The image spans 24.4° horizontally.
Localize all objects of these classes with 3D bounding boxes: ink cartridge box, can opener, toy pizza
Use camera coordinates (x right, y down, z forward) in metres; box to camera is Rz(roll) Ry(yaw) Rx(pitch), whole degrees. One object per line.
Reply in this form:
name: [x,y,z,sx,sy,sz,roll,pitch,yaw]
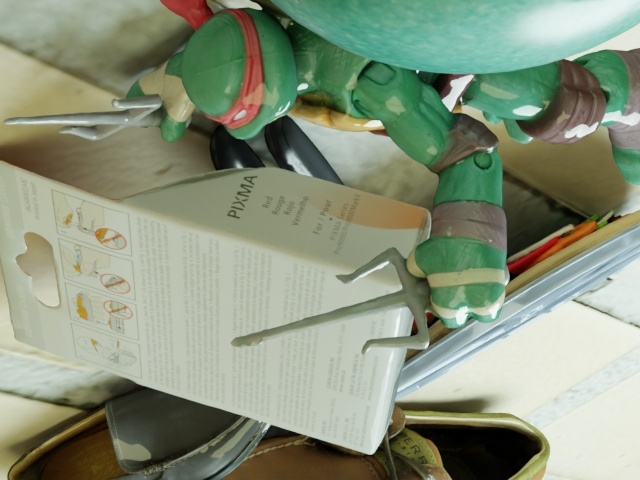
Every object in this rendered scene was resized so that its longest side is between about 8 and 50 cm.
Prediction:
ink cartridge box: [-0.049,0.019,0.639,0.179,0.045,0.145,19,145,9]
can opener: [0.000,0.000,0.684,0.059,0.073,0.186,-16,143,5]
toy pizza: [0.101,0.029,0.789,0.201,0.032,0.201,-30,170,-6]

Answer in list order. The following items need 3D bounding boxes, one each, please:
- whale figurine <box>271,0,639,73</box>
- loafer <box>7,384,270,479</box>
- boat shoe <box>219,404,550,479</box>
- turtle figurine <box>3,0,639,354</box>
whale figurine: [0.030,-0.145,0.363,0.216,0.141,0.272,-26,147,7]
loafer: [-0.094,0.107,0.800,0.170,0.062,0.061,-35,145,20]
boat shoe: [0.030,0.148,0.924,0.307,0.110,0.104,-1,143,-52]
turtle figurine: [0.021,-0.048,0.529,0.234,0.175,0.118,-9,132,-39]
